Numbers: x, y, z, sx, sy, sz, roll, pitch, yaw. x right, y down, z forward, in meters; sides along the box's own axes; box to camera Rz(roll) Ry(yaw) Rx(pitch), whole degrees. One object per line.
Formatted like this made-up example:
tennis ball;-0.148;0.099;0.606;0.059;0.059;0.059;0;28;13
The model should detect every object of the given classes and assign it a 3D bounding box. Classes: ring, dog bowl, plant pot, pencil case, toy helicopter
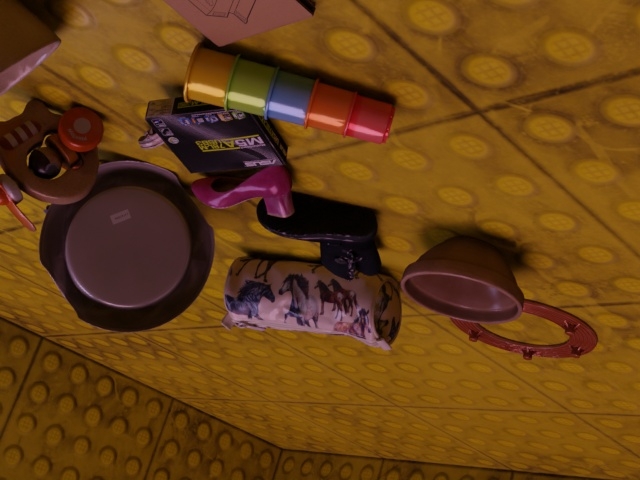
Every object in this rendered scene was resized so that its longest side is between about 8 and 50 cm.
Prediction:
ring;0.453;0.208;2.151;0.337;0.032;0.336;15;159;6
dog bowl;-0.390;0.016;1.942;0.349;0.348;0.102;19;170;-4
plant pot;0.283;0.067;1.840;0.237;0.109;0.237;16;158;7
pencil case;-0.017;0.143;2.146;0.410;0.183;0.160;6;161;25
toy helicopter;-0.592;-0.169;1.765;0.355;0.235;0.140;23;158;-12

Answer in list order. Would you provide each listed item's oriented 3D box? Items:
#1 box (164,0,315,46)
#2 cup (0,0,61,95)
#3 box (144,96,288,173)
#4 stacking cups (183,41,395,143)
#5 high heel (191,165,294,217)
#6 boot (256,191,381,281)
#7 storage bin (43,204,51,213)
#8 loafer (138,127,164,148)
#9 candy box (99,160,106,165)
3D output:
box;-0.130;-0.341;1.302;0.201;0.021;0.164;-5;149;45
cup;-0.598;-0.299;1.427;0.237;0.331;0.331;53;147;-13
box;-0.176;-0.184;1.635;0.191;0.045;0.184;-3;150;19
stacking cups;-0.045;-0.215;1.440;0.316;0.096;0.096;15;158;3
high heel;-0.158;-0.118;1.810;0.244;0.082;0.117;17;133;35
boot;0.000;0.000;1.909;0.246;0.094;0.207;8;153;7
storage bin;-0.545;-0.075;2.144;0.098;0.091;0.135;0;151;37
loafer;-0.289;-0.200;1.734;0.125;0.045;0.039;-9;130;35
candy box;-0.454;-0.112;2.075;0.105;0.027;0.206;-1;152;30
